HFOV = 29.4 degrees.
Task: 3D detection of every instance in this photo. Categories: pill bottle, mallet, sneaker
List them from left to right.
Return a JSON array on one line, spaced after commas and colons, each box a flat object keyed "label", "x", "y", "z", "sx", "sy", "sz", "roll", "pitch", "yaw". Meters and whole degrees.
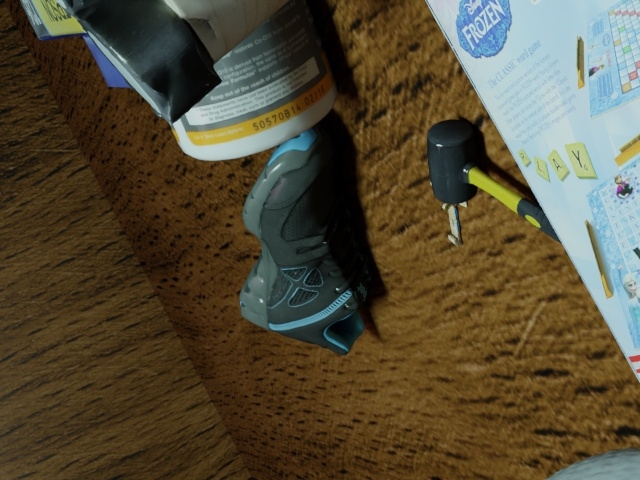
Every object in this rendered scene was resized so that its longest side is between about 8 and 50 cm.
[{"label": "pill bottle", "x": -0.099, "y": -0.225, "z": 1.091, "sx": 0.162, "sy": 0.162, "sz": 0.278, "roll": 32, "pitch": 146, "yaw": 61}, {"label": "sneaker", "x": 0.000, "y": 0.000, "z": 1.298, "sx": 0.139, "sy": 0.125, "sz": 0.341, "roll": 28, "pitch": 150, "yaw": 14}, {"label": "mallet", "x": 0.142, "y": -0.036, "z": 0.891, "sx": 0.189, "sy": 0.039, "sz": 0.062, "roll": 33, "pitch": 145, "yaw": 51}]

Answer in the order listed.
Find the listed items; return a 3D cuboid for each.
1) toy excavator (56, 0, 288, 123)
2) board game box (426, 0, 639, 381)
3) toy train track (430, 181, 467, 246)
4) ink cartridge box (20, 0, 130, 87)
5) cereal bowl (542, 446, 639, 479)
[{"label": "toy excavator", "x": -0.212, "y": -0.354, "z": 0.846, "sx": 0.445, "sy": 0.222, "sz": 0.433, "roll": 45, "pitch": 176, "yaw": 29}, {"label": "board game box", "x": 0.197, "y": -0.056, "z": 0.614, "sx": 0.318, "sy": 0.066, "sz": 0.318, "roll": 61, "pitch": 164, "yaw": 2}, {"label": "toy train track", "x": 0.108, "y": -0.027, "z": 1.038, "sx": 0.048, "sy": 0.014, "sz": 0.083, "roll": 45, "pitch": 157, "yaw": 47}, {"label": "ink cartridge box", "x": -0.282, "y": -0.289, "z": 1.286, "sx": 0.303, "sy": 0.072, "sz": 0.307, "roll": 18, "pitch": 133, "yaw": 67}, {"label": "cereal bowl", "x": 0.273, "y": 0.273, "z": 0.778, "sx": 0.339, "sy": 0.141, "sz": 0.339, "roll": 52, "pitch": 160, "yaw": 28}]
